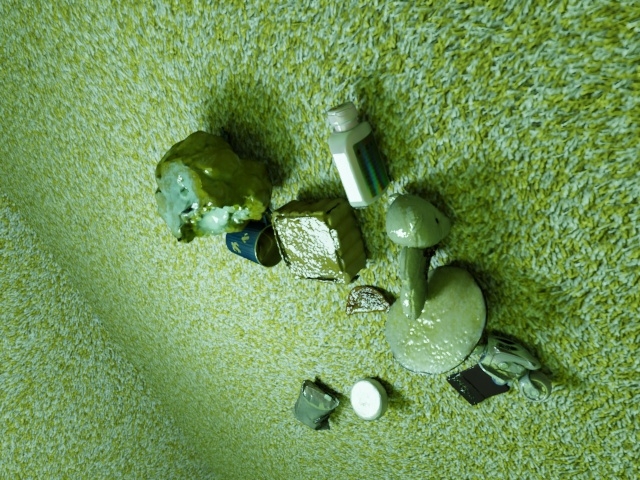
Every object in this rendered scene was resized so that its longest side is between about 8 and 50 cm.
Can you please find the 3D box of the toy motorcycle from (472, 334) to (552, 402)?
[{"bbox_3d":[0.450,0.289,1.221,0.254,0.112,0.112,36,140,16],"label":"toy motorcycle"}]

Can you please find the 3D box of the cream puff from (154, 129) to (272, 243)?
[{"bbox_3d":[-0.290,-0.156,1.374,0.323,0.270,0.274,-30,82,40],"label":"cream puff"}]

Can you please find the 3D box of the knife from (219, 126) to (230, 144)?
[{"bbox_3d":[-0.299,-0.221,1.490,0.044,0.026,0.296,41,144,10],"label":"knife"}]

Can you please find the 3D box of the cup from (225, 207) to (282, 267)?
[{"bbox_3d":[-0.196,-0.018,1.510,0.155,0.131,0.176,12,101,39],"label":"cup"}]

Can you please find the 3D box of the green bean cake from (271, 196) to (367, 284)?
[{"bbox_3d":[0.000,0.000,1.332,0.224,0.131,0.230,3,122,37],"label":"green bean cake"}]

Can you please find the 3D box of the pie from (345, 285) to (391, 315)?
[{"bbox_3d":[0.135,0.170,1.436,0.191,0.033,0.088,-11,100,47],"label":"pie"}]

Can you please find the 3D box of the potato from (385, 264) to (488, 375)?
[{"bbox_3d":[0.301,0.201,1.210,0.299,0.116,0.239,-50,43,31],"label":"potato"}]

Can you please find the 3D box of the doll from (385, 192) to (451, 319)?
[{"bbox_3d":[0.224,0.034,1.126,0.175,0.149,0.278,-127,30,-68],"label":"doll"}]

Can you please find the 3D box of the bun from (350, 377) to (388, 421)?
[{"bbox_3d":[0.172,0.524,1.666,0.138,0.094,0.138,-1,88,39],"label":"bun"}]

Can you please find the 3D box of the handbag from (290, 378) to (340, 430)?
[{"bbox_3d":[-0.018,0.637,1.914,0.182,0.117,0.270,27,137,10],"label":"handbag"}]

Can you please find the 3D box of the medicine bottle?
[{"bbox_3d":[0.079,-0.192,1.105,0.078,0.115,0.219,1,123,43],"label":"medicine bottle"}]

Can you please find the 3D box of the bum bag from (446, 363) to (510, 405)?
[{"bbox_3d":[0.430,0.396,1.374,0.109,0.026,0.159,44,141,3],"label":"bum bag"}]
